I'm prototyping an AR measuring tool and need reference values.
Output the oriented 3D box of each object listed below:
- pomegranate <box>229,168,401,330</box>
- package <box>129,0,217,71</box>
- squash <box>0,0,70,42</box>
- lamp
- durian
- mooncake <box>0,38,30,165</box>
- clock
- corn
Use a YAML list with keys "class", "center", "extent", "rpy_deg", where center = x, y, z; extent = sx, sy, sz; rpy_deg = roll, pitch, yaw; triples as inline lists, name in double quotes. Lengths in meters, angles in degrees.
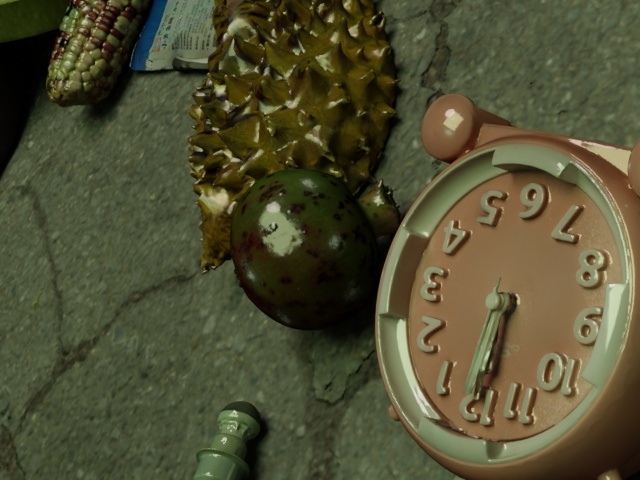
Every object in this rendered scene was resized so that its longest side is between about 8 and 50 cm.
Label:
- class: "pomegranate"
  center: [-0.007, 0.003, 1.033]
  extent: [0.130, 0.130, 0.130]
  rpy_deg: [-24, 51, 33]
- class: "package"
  center: [-0.110, -0.244, 1.362]
  extent: [0.173, 0.027, 0.171]
  rpy_deg: [7, 74, 47]
- class: "squash"
  center: [-0.361, -0.283, 1.506]
  extent: [0.252, 0.049, 0.252]
  rpy_deg: [-5, 34, 4]
- class: "lamp"
  center: [-0.082, 0.189, 1.025]
  extent: [0.091, 0.091, 0.163]
  rpy_deg: [-13, 43, 39]
- class: "durian"
  center: [-0.035, -0.151, 1.162]
  extent: [0.191, 0.112, 0.341]
  rpy_deg: [-21, 53, 36]
- class: "mooncake"
  center: [-0.459, -0.153, 1.564]
  extent: [0.283, 0.141, 0.283]
  rpy_deg: [-23, 51, 30]
- class: "clock"
  center: [0.145, 0.051, 0.852]
  extent: [0.227, 0.142, 0.241]
  rpy_deg: [15, 86, 49]
- class: "corn"
  center: [-0.215, -0.249, 1.424]
  extent: [0.086, 0.086, 0.253]
  rpy_deg: [4, 71, 46]
